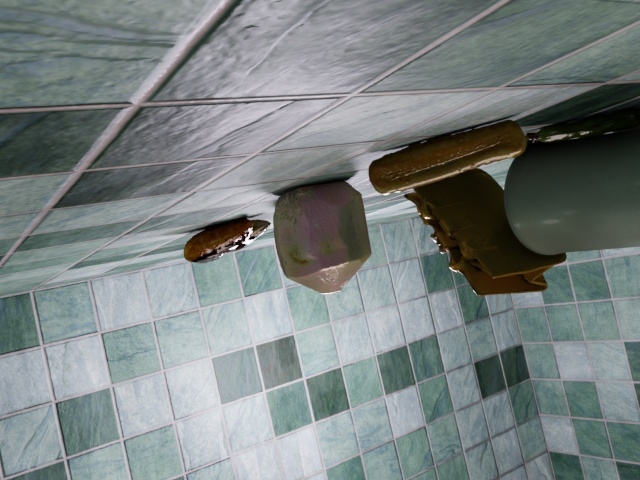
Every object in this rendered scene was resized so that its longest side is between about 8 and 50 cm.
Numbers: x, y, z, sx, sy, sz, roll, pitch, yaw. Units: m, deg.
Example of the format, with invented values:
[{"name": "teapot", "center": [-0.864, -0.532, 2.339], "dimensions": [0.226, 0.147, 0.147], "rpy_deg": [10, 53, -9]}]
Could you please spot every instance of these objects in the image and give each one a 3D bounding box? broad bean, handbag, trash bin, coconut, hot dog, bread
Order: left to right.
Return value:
[{"name": "bread", "center": [-0.273, -0.009, 1.817], "dimensions": [0.269, 0.095, 0.139], "rpy_deg": [-29, 174, 21]}, {"name": "coconut", "center": [0.000, 0.000, 1.454], "dimensions": [0.233, 0.245, 0.233], "rpy_deg": [-10, 177, -1]}, {"name": "hot dog", "center": [0.227, -0.149, 1.155], "dimensions": [0.285, 0.088, 0.061], "rpy_deg": [-10, -176, 17]}, {"name": "handbag", "center": [0.414, -0.026, 1.677], "dimensions": [0.283, 0.401, 0.133], "rpy_deg": [-4, 134, -30]}, {"name": "broad bean", "center": [0.577, -0.240, 1.325], "dimensions": [0.297, 0.043, 0.060], "rpy_deg": [-12, -172, -3]}, {"name": "trash bin", "center": [0.628, -0.108, 1.440], "dimensions": [0.280, 0.280, 0.432], "rpy_deg": [-11, -176, -28]}]

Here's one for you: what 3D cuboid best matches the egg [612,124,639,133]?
[{"name": "egg", "center": [0.783, -0.212, 1.558], "dimensions": [0.164, 0.164, 0.201], "rpy_deg": [-13, 146, 14]}]
